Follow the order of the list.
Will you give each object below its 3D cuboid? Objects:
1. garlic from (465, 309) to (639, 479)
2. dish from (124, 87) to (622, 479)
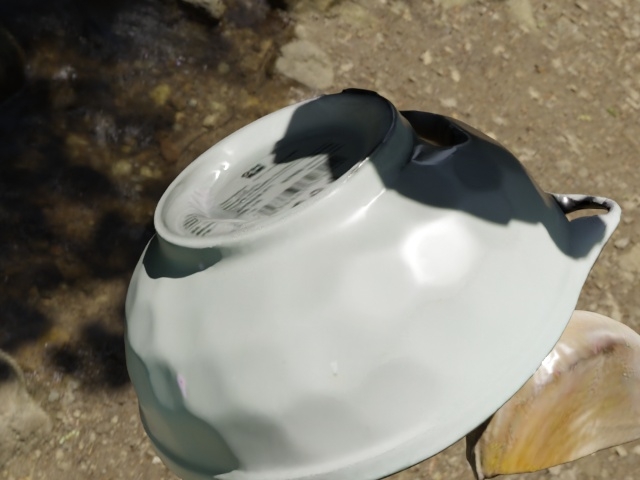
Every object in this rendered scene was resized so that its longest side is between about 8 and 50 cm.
[{"bbox_3d":[0.180,0.101,0.645,0.195,0.087,0.101,-8,89,-34],"label":"garlic"},{"bbox_3d":[0.000,0.000,0.505,0.303,0.303,0.120,-54,128,-39],"label":"dish"}]
